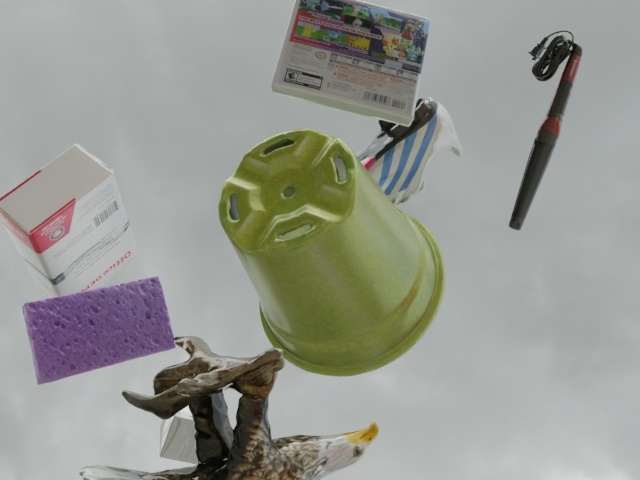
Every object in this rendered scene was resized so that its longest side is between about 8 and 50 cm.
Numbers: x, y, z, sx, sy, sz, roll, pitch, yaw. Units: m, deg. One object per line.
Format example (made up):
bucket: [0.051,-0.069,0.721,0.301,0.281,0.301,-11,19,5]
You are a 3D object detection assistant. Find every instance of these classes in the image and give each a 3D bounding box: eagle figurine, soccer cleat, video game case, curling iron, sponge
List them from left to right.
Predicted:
sponge: [-0.324,0.129,1.180,0.031,0.210,0.117,-23,-99,54]
eagle figurine: [-0.034,0.229,0.661,0.225,0.226,0.298,-16,-81,9]
video game case: [0.047,-0.263,1.135,0.201,0.184,0.023,14,-25,-1]
soccer cleat: [0.087,-0.089,1.291,0.331,0.116,0.143,-39,-60,5]
curling iron: [0.297,-0.148,1.083,0.068,0.035,0.274,13,-87,37]

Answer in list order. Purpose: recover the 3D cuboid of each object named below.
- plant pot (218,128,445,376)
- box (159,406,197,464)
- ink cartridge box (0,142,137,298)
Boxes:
plant pot: [0.000,0.000,1.040,0.276,0.276,0.254,4,-31,26]
box: [-0.263,0.368,1.580,0.087,0.101,0.102,16,-72,-16]
ink cartridge box: [-0.421,-0.017,1.354,0.100,0.172,0.237,35,-29,22]
